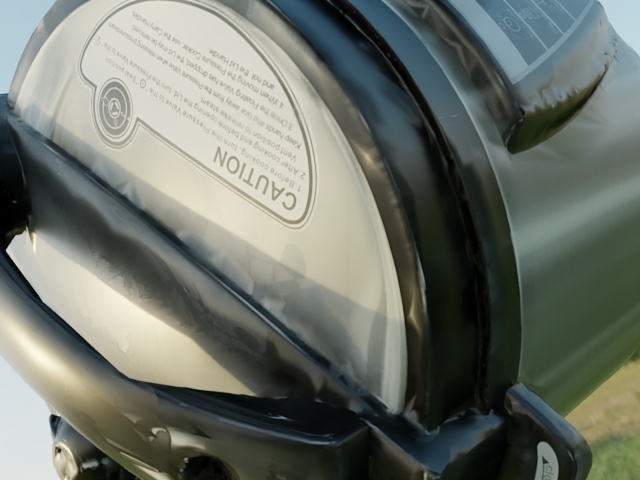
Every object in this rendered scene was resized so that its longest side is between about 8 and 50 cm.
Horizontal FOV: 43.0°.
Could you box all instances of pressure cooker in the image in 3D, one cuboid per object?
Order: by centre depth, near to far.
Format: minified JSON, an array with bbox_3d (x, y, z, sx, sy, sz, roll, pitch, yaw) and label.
[{"bbox_3d":[0.000,0.006,0.519,0.369,0.376,0.420,-16,1,43],"label":"pressure cooker"}]
